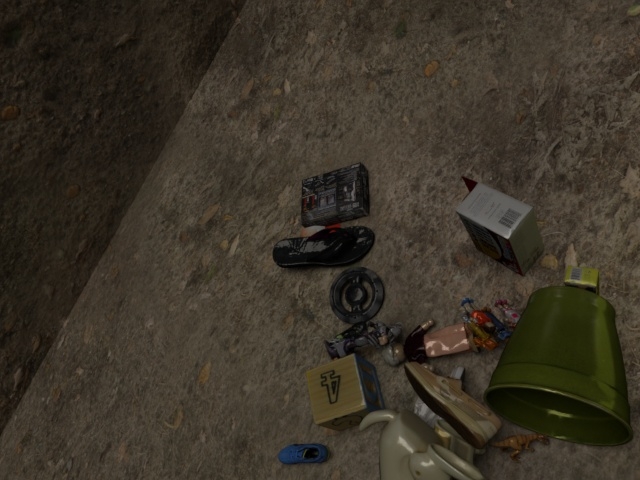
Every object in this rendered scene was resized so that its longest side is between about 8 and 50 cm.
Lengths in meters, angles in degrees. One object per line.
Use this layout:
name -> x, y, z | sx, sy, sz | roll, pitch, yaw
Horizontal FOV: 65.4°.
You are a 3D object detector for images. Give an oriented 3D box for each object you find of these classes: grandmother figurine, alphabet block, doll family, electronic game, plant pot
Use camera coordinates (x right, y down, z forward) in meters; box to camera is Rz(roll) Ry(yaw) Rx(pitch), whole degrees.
grandmother figurine -> 0.369, 0.370, 1.724 | 0.342, 0.104, 0.208 | -18, 30, 25
alphabet block -> 0.089, 0.532, 1.739 | 0.197, 0.192, 0.194 | -25, 53, 18
doll family -> 0.560, 0.284, 1.606 | 0.163, 0.262, 0.119 | 57, 134, 46
electronic game -> 0.140, 0.215, 1.968 | 0.229, 0.048, 0.230 | -9, 68, 24
plant pot -> 0.687, 0.333, 1.416 | 0.366, 0.366, 0.353 | 5, 56, 33

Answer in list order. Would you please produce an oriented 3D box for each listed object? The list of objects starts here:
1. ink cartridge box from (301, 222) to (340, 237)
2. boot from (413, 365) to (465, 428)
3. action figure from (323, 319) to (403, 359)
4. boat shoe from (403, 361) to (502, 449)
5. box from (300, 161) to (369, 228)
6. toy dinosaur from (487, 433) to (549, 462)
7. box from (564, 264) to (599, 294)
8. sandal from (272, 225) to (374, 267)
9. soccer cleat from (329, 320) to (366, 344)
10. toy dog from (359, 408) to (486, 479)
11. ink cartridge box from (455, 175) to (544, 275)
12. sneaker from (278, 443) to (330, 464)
ink cartridge box -> 0.000, 0.000, 2.172 | 0.179, 0.045, 0.146 | -15, 58, 26
boot -> 0.377, 0.517, 1.632 | 0.123, 0.095, 0.259 | 19, 76, 29
action figure -> 0.165, 0.349, 1.775 | 0.284, 0.185, 0.099 | -24, 82, 15
boat shoe -> 0.396, 0.480, 1.529 | 0.110, 0.122, 0.341 | -34, 46, -17
box -> 0.062, -0.195, 2.218 | 0.307, 0.076, 0.243 | -14, 59, 24
toy dinosaur -> 0.560, 0.597, 1.466 | 0.211, 0.112, 0.064 | -5, 34, -12
box -> 0.788, 0.156, 1.496 | 0.087, 0.232, 0.058 | 7, 65, 34
sandal -> 0.004, 0.026, 2.081 | 0.445, 0.107, 0.168 | -11, 60, 12
soccer cleat -> 0.099, 0.369, 1.894 | 0.179, 0.072, 0.060 | -40, 52, 6
toy dog -> 0.250, 0.739, 1.452 | 0.395, 0.284, 0.408 | 24, 99, 8
ink cartridge box -> 0.583, -0.049, 1.681 | 0.130, 0.309, 0.271 | -51, 50, -2
sneaker -> -0.072, 0.760, 1.781 | 0.209, 0.082, 0.069 | -15, 60, 25
